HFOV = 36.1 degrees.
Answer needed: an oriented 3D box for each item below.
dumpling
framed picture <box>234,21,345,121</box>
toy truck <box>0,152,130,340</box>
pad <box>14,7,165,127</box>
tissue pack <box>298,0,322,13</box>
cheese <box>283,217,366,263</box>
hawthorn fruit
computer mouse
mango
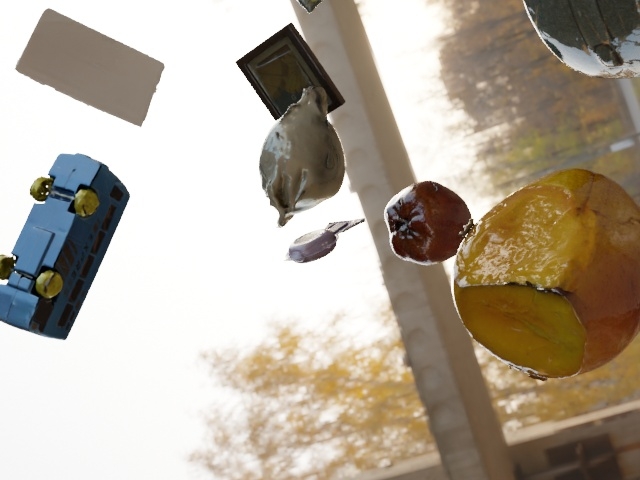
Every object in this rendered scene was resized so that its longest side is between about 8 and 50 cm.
[{"bbox_3d":[-0.021,-0.128,1.617,0.172,0.142,0.247,56,-129,-76],"label":"dumpling"},{"bbox_3d":[-0.054,-0.280,1.728,0.168,0.128,0.023,55,-152,-10],"label":"framed picture"},{"bbox_3d":[-0.547,0.010,2.059,0.162,0.161,0.384,41,-113,-60],"label":"toy truck"},{"bbox_3d":[-0.389,-0.297,1.681,0.232,0.004,0.156,24,-124,-16],"label":"pad"},{"bbox_3d":[-0.050,-0.715,2.405,0.257,0.185,0.081,44,-170,-21],"label":"tissue pack"},{"bbox_3d":[0.000,0.000,1.886,0.191,0.105,0.042,-34,-69,-46],"label":"cheese"},{"bbox_3d":[0.245,-0.036,2.096,0.202,0.185,0.185,1,-114,-34],"label":"hawthorn fruit"},{"bbox_3d":[0.379,-0.366,1.372,0.114,0.203,0.374,-55,-51,-40],"label":"computer mouse"},{"bbox_3d":[0.250,0.018,0.981,0.257,0.187,0.138,-41,-44,-39],"label":"mango"}]
